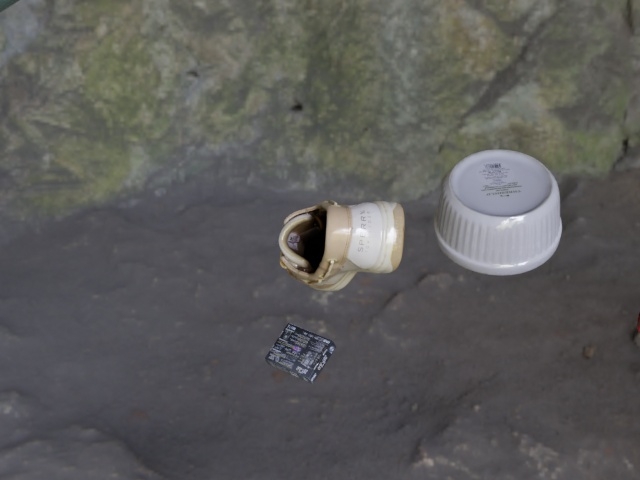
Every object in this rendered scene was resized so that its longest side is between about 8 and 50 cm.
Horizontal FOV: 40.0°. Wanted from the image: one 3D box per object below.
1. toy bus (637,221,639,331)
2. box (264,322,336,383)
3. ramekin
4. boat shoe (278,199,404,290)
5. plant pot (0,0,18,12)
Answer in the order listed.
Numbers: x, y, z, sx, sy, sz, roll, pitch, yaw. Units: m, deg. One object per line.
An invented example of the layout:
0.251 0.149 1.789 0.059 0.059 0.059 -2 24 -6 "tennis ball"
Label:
0.369 -0.014 0.860 0.191 0.104 0.202 -52 8 -22 "toy bus"
-0.029 0.161 1.263 0.083 0.018 0.067 17 62 33 "box"
0.287 -0.054 1.416 0.207 0.109 0.207 -4 45 4 "ramekin"
0.000 0.000 0.607 0.059 0.063 0.170 7 -11 -19 "boat shoe"
-0.583 -0.391 1.194 0.334 0.341 0.341 -31 29 -10 "plant pot"
